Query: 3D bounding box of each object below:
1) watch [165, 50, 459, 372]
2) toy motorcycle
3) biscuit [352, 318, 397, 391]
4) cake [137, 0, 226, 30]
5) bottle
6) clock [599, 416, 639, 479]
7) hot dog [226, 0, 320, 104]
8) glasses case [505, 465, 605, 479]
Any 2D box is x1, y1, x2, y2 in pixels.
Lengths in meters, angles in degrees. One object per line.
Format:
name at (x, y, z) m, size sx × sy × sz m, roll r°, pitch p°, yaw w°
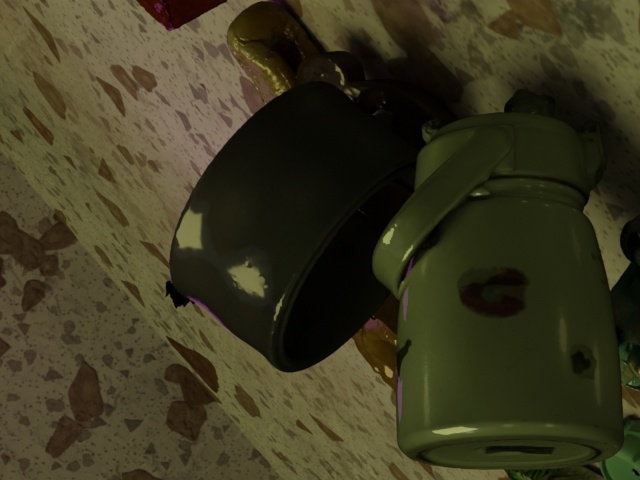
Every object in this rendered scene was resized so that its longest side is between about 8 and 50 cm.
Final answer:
watch at (0.000, 0.000, 1.607) m, size 0.314 × 0.327 × 0.335 m, roll 39°, pitch 137°, yaw 22°
toy motorcycle at (0.365, 0.087, 1.441) m, size 0.198 × 0.109 × 0.296 m, roll 32°, pitch 154°, yaw 16°
biscuit at (0.132, 0.143, 2.030) m, size 0.296 × 0.102 × 0.296 m, roll 44°, pitch 162°, yaw 18°
cake at (-0.168, -0.380, 1.632) m, size 0.177 × 0.151 × 0.283 m, roll 52°, pitch 164°, yaw 31°
bottle at (0.162, 0.029, 1.381) m, size 0.229 × 0.229 × 0.351 m, roll 124°, pitch 147°, yaw -70°
clock at (0.400, 0.285, 1.770) m, size 0.188 × 0.060 × 0.148 m, roll 15°, pitch 141°, yaw 59°
hot dog at (-0.020, -0.178, 1.780) m, size 0.073 × 0.084 × 0.242 m, roll 10°, pitch 136°, yaw 55°
glasses case at (0.364, 0.352, 1.972) m, size 0.272 × 0.062 × 0.095 m, roll 25°, pitch 156°, yaw 49°
